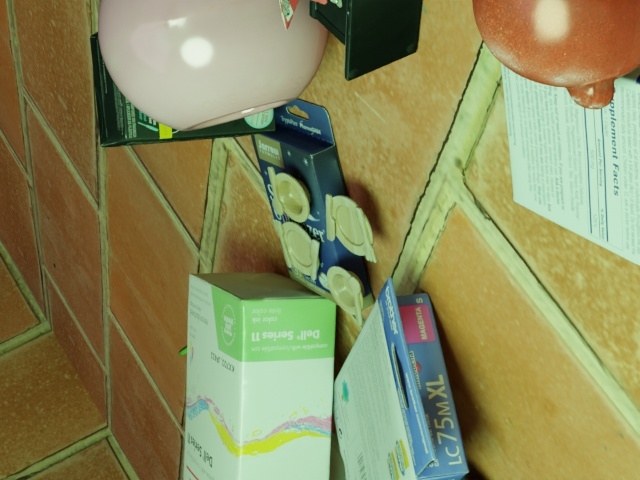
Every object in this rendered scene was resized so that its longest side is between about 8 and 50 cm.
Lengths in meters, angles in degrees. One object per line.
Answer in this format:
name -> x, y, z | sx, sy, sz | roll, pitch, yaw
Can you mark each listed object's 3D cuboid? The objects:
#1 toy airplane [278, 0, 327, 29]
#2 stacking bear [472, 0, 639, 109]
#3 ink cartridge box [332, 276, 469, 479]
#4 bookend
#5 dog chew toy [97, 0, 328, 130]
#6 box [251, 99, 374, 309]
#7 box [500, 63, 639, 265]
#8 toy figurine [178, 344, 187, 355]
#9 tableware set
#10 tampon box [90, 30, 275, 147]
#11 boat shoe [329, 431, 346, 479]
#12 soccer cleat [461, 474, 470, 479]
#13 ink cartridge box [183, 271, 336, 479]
toy airplane -> -0.032, -0.237, 0.904 | 0.151, 0.028, 0.151 | 40, 147, 34
stacking bear -> 0.144, -0.199, 0.578 | 0.175, 0.164, 0.289 | 49, 153, 32
ink cartridge box -> 0.076, 0.180, 1.184 | 0.311, 0.065, 0.186 | 106, 156, -61
bookend -> 0.010, -0.242, 0.942 | 0.157, 0.072, 0.156 | 49, 153, 33
dog chew toy -> -0.117, -0.271, 1.044 | 0.206, 0.206, 0.332 | -10, 97, 67
box -> -0.014, -0.042, 1.254 | 0.136, 0.036, 0.225 | 27, 136, 55
box -> 0.186, -0.070, 0.744 | 0.137, 0.072, 0.126 | 35, 144, 51
toy figurine -> -0.090, 0.174, 1.574 | 0.159, 0.130, 0.173 | 55, 179, -2
tableware set -> 0.000, 0.000, 1.196 | 0.168, 0.020, 0.141 | 32, 141, 40
tampon box -> -0.141, -0.162, 1.205 | 0.101, 0.161, 0.121 | -178, 81, -65
boat shoe -> 0.049, 0.341, 1.447 | 0.268, 0.096, 0.088 | 63, 148, 8
soccer cleat -> 0.127, 0.365, 1.268 | 0.109, 0.116, 0.318 | 49, 153, 31
ink cartridge box -> -0.079, 0.226, 1.391 | 0.207, 0.119, 0.354 | -164, 74, -66
